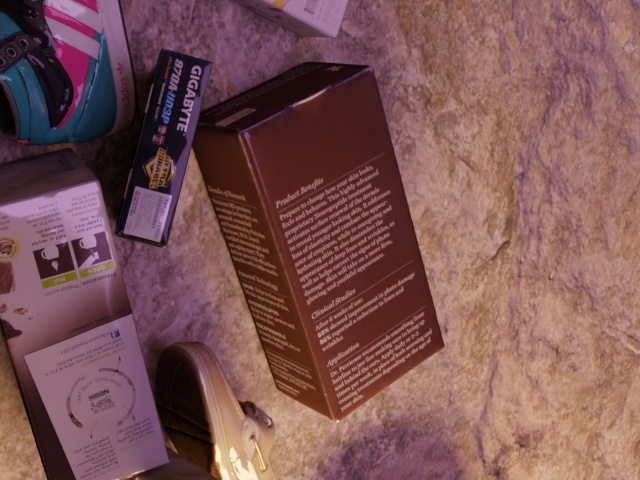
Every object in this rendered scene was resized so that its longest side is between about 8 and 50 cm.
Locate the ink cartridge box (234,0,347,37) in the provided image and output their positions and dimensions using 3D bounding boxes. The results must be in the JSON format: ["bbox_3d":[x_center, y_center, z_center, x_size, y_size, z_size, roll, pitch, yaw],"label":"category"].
[{"bbox_3d":[-0.055,-0.317,1.102,0.198,0.067,0.115,20,87,-40],"label":"ink cartridge box"}]

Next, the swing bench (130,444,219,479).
[{"bbox_3d":[-0.168,0.344,1.046,0.165,0.253,0.255,12,93,-38],"label":"swing bench"}]

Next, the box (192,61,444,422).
[{"bbox_3d":[0.000,0.000,1.172,0.191,0.143,0.381,-30,118,-28],"label":"box"}]

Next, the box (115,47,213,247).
[{"bbox_3d":[-0.160,-0.089,0.981,0.051,0.220,0.175,14,91,-12],"label":"box"}]

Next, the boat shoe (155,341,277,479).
[{"bbox_3d":[-0.109,0.232,1.164,0.098,0.109,0.302,-34,124,-33],"label":"boat shoe"}]

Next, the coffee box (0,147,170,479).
[{"bbox_3d":[-0.251,0.077,0.966,0.119,0.168,0.297,-17,110,-18],"label":"coffee box"}]

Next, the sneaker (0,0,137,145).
[{"bbox_3d":[-0.290,-0.218,0.919,0.178,0.124,0.295,-29,118,-39],"label":"sneaker"}]
